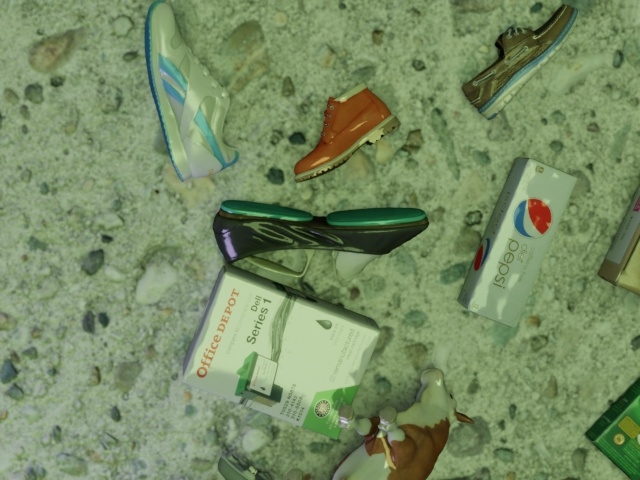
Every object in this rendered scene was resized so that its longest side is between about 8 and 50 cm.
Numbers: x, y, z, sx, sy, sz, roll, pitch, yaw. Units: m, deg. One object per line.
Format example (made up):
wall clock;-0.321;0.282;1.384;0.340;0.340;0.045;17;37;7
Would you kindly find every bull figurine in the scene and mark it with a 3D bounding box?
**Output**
bull figurine;0.071;0.292;1.320;0.310;0.101;0.188;-56;138;-7

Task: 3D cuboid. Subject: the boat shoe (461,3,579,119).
boat shoe;0.260;-0.246;1.343;0.066;0.066;0.183;41;92;-6

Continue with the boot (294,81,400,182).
boot;0.018;-0.140;1.345;0.158;0.059;0.084;-36;94;-8

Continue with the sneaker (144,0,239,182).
sneaker;-0.169;-0.195;1.315;0.092;0.087;0.228;-15;104;-9

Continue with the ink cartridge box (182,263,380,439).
ink cartridge box;-0.055;0.143;1.347;0.220;0.092;0.160;21;94;-6

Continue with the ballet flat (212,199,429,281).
ballet flat;0.000;0.000;1.344;0.281;0.095;0.096;3;106;6

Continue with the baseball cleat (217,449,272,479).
baseball cleat;-0.075;0.379;1.382;0.206;0.072;0.109;40;92;-6

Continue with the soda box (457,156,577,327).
soda box;0.260;0.001;1.367;0.074;0.069;0.216;21;95;-6

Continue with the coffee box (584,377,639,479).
coffee box;0.471;0.244;1.421;0.113;0.040;0.184;42;92;-7

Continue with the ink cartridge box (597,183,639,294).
ink cartridge box;0.513;-0.015;1.374;0.193;0.088;0.234;24;95;-5
